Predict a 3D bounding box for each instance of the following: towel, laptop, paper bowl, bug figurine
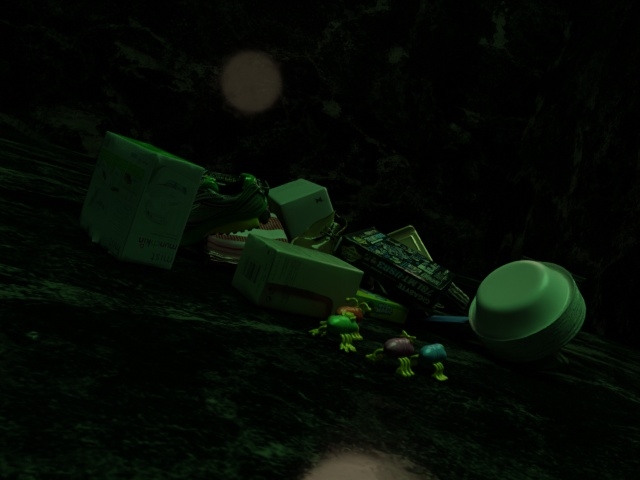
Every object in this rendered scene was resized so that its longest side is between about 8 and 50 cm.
[{"bbox_3d":[-0.198,-0.014,1.616,0.237,0.037,0.329,7,25,-19],"label":"towel"},{"bbox_3d":[0.305,0.157,1.750,0.264,0.136,0.234,57,17,17],"label":"laptop"},{"bbox_3d":[0.343,0.131,2.214,0.317,0.053,0.332,19,-13,44],"label":"towel"},{"bbox_3d":[0.519,0.164,1.582,0.148,0.284,0.284,55,-11,-25],"label":"paper bowl"},{"bbox_3d":[0.115,0.186,1.183,0.279,0.072,0.216,22,6,25],"label":"bug figurine"}]

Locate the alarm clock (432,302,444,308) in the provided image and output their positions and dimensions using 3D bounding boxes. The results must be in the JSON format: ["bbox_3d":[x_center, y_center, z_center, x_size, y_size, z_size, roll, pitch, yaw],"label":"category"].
[{"bbox_3d":[0.354,0.191,2.082,0.129,0.064,0.192,16,9,-33],"label":"alarm clock"}]

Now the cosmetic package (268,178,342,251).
[{"bbox_3d":[-0.065,-0.071,2.116,0.161,0.230,0.453,-20,12,-8],"label":"cosmetic package"}]

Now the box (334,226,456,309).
[{"bbox_3d":[0.217,0.068,1.706,0.293,0.073,0.295,29,14,15],"label":"box"}]

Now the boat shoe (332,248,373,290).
[{"bbox_3d":[0.095,0.085,1.826,0.132,0.130,0.355,21,6,18],"label":"boat shoe"}]

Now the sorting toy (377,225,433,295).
[{"bbox_3d":[0.261,0.070,2.018,0.038,0.193,0.208,73,-6,-60],"label":"sorting toy"}]

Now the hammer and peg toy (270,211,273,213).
[{"bbox_3d":[-0.353,-0.101,2.138,0.361,0.127,0.266,23,6,34],"label":"hammer and peg toy"}]

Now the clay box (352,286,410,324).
[{"bbox_3d":[0.105,0.154,1.577,0.222,0.053,0.127,17,5,-30],"label":"clay box"}]

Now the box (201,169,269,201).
[{"bbox_3d":[-0.291,-0.160,1.868,0.257,0.079,0.322,7,8,-9],"label":"box"}]

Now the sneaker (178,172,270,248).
[{"bbox_3d":[-0.304,-0.082,1.498,0.343,0.146,0.134,-16,30,-9],"label":"sneaker"}]

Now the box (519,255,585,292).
[{"bbox_3d":[0.696,0.208,1.963,0.143,0.270,0.165,17,5,-20],"label":"box"}]

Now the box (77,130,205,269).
[{"bbox_3d":[-0.395,-0.090,1.313,0.127,0.231,0.262,14,7,-43],"label":"box"}]

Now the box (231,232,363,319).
[{"bbox_3d":[-0.051,0.084,1.337,0.232,0.127,0.148,16,6,-33],"label":"box"}]

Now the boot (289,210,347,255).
[{"bbox_3d":[0.000,0.000,1.603,0.112,0.115,0.305,43,22,-9],"label":"boot"}]

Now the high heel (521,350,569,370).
[{"bbox_3d":[0.598,0.295,1.653,0.186,0.093,0.261,8,1,-33],"label":"high heel"}]

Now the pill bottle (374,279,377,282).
[{"bbox_3d":[0.127,0.092,2.069,0.169,0.094,0.094,16,6,-33],"label":"pill bottle"}]
